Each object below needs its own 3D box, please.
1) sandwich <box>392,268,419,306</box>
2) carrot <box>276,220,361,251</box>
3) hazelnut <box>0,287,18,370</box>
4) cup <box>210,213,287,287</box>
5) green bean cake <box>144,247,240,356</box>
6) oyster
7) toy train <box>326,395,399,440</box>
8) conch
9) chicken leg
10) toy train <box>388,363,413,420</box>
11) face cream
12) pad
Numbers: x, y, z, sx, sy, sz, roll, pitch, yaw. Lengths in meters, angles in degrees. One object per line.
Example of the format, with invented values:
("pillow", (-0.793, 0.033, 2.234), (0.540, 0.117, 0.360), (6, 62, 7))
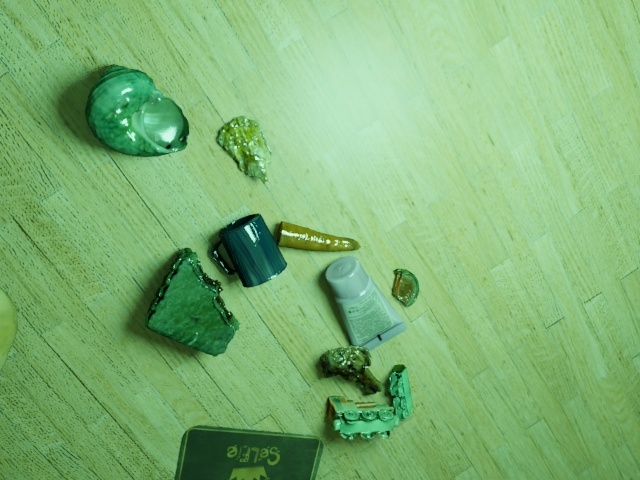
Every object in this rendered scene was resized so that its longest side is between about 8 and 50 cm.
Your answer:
("sandwich", (0.220, 0.121, 1.446), (0.069, 0.026, 0.101), (-1, 105, -12))
("carrot", (0.000, 0.000, 1.360), (0.210, 0.061, 0.061), (10, 102, -17))
("hazelnut", (-0.755, 0.193, 1.161), (0.261, 0.241, 0.261), (4, 77, -19))
("cup", (-0.172, 0.028, 1.299), (0.150, 0.113, 0.138), (-27, 106, -6))
("green bean cake", (-0.276, 0.143, 1.312), (0.208, 0.107, 0.193), (29, 94, -18))
("oyster", (-0.170, -0.208, 1.283), (0.122, 0.045, 0.146), (7, 102, 1))
("toy train", (0.109, 0.454, 1.467), (0.176, 0.118, 0.074), (1, 109, -16))
("conch", (-0.389, -0.270, 1.175), (0.196, 0.134, 0.202), (-21, 106, -48))
("chicken leg", (0.088, 0.324, 1.439), (0.196, 0.080, 0.125), (25, 128, -23))
("toy train", (0.211, 0.401, 1.496), (0.038, 0.071, 0.148), (-2, 108, 29))
("face cream", (0.108, 0.167, 1.412), (0.154, 0.096, 0.274), (-31, 121, -5))
("pad", (-0.177, 0.584, 1.466), (0.375, 0.063, 0.315), (9, 102, -14))
